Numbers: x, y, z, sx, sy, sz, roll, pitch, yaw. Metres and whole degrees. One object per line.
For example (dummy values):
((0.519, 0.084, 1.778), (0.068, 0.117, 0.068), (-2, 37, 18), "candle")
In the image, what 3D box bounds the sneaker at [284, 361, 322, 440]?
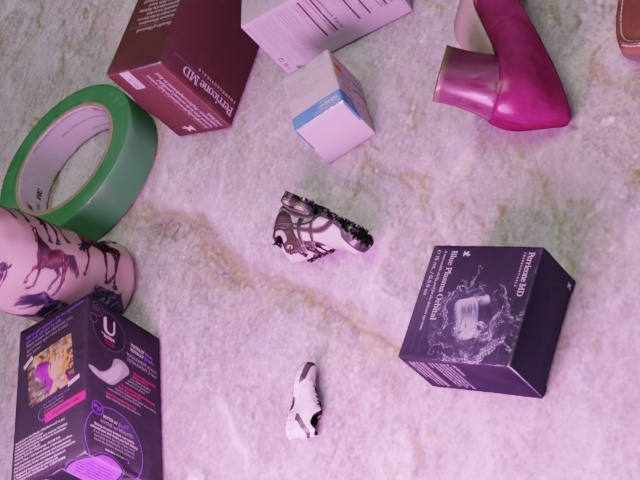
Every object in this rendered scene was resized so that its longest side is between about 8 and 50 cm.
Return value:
((-0.015, 0.211, 1.534), (0.043, 0.040, 0.109), (-1, 62, 21), "sneaker")

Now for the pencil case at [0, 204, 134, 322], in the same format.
((-0.470, 0.025, 1.800), (0.160, 0.410, 0.184), (-44, 54, 16), "pencil case")

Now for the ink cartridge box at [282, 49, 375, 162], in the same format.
((0.010, -0.210, 1.772), (0.090, 0.092, 0.143), (-31, 45, 19), "ink cartridge box")

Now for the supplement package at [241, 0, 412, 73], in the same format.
((0.008, -0.402, 1.883), (0.244, 0.134, 0.139), (-24, 48, 26), "supplement package")

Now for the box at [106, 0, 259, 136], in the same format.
((-0.202, -0.392, 2.015), (0.143, 0.191, 0.382), (-3, 59, 39), "box")

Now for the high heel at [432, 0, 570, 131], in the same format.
((0.276, -0.292, 1.636), (0.181, 0.127, 0.377), (16, 54, 4), "high heel")

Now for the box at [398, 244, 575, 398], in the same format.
((0.198, 0.093, 1.391), (0.158, 0.093, 0.156), (1, 61, 40), "box")

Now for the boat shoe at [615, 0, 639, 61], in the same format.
((0.436, -0.379, 1.511), (0.123, 0.116, 0.325), (-2, 59, 40), "boat shoe")

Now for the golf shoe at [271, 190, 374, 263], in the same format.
((0.000, 0.000, 1.653), (0.198, 0.077, 0.094), (28, 91, 55), "golf shoe")

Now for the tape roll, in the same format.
((-0.439, -0.130, 2.113), (0.321, 0.077, 0.321), (-22, 49, 28), "tape roll")

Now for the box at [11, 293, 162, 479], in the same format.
((-0.332, 0.243, 1.680), (0.143, 0.165, 0.270), (-28, 45, 22), "box")
